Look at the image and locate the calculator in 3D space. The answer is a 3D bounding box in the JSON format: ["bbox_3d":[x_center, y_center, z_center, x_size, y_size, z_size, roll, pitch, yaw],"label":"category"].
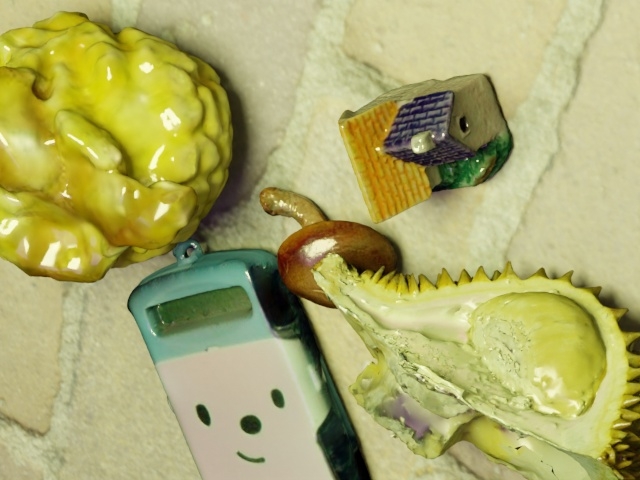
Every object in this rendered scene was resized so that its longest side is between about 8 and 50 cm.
[{"bbox_3d":[-0.060,0.132,1.485,0.173,0.051,0.293,-14,102,39],"label":"calculator"}]

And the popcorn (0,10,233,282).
[{"bbox_3d":[-0.184,-0.065,1.365,0.251,0.236,0.206,-133,50,-61],"label":"popcorn"}]

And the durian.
[{"bbox_3d":[0.124,0.106,1.276,0.306,0.166,0.172,34,124,29],"label":"durian"}]

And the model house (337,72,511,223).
[{"bbox_3d":[0.074,-0.066,1.272,0.100,0.100,0.088,-10,105,36],"label":"model house"}]

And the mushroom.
[{"bbox_3d":[-0.006,0.008,1.379,0.129,0.073,0.088,33,156,20],"label":"mushroom"}]
